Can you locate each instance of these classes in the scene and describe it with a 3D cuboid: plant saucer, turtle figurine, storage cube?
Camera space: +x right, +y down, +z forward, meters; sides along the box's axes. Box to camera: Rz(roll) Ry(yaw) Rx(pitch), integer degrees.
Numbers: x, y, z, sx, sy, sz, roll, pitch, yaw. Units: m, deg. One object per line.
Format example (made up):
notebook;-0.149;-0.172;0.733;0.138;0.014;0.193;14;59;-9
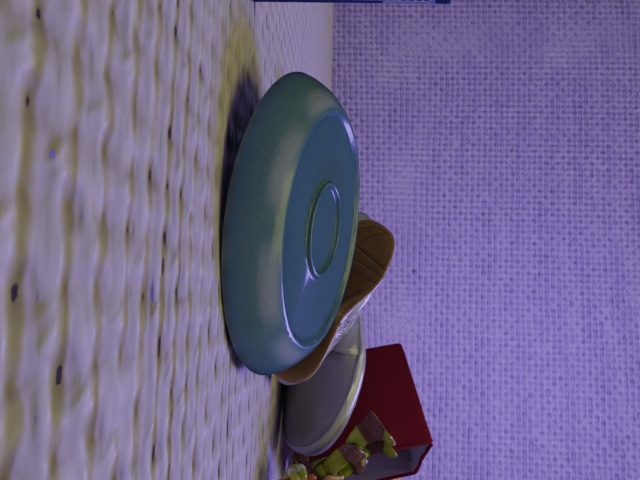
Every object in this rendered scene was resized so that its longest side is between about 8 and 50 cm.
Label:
plant saucer;-0.011;-0.013;0.600;0.317;0.043;0.318;8;90;-73
turtle figurine;0.008;0.350;0.815;0.087;0.217;0.270;38;-24;44
storage cube;0.074;0.328;1.044;0.184;0.214;0.193;93;-13;-52

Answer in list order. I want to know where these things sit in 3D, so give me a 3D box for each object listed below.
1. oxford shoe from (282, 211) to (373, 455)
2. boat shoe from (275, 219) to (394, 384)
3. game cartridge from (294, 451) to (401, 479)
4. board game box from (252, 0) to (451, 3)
oxford shoe;-0.003;0.126;0.963;0.130;0.169;0.450;37;54;-39
boat shoe;0.012;0.088;0.832;0.277;0.098;0.096;-52;170;-23
game cartridge;0.063;0.429;1.256;0.323;0.052;0.285;43;28;-23
board game box;0.029;-0.282;0.515;0.136;0.201;0.035;84;8;-64
